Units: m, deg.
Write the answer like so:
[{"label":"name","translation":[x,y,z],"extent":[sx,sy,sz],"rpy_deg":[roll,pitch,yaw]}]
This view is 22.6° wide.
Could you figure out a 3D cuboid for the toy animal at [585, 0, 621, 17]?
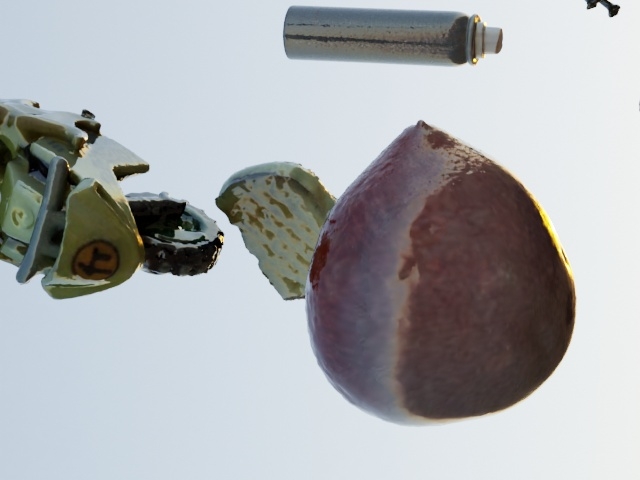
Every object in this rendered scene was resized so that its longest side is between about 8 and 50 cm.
[{"label":"toy animal","translation":[0.260,-0.262,1.566],"extent":[0.047,0.065,0.136],"rpy_deg":[-48,-21,19]}]

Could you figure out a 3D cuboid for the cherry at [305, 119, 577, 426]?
[{"label":"cherry","translation":[0.102,0.037,1.352],"extent":[0.206,0.239,0.239],"rpy_deg":[-93,-7,-47]}]

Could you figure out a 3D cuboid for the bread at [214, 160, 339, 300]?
[{"label":"bread","translation":[0.000,0.000,1.694],"extent":[0.064,0.232,0.172],"rpy_deg":[-64,-6,-47]}]

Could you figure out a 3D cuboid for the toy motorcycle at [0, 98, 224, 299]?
[{"label":"toy motorcycle","translation":[-0.307,-0.052,1.644],"extent":[0.168,0.410,0.237],"rpy_deg":[-70,-13,16]}]

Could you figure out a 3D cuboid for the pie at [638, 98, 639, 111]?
[{"label":"pie","translation":[0.354,-0.104,1.418],"extent":[0.046,0.195,0.195],"rpy_deg":[-14,-61,-26]}]

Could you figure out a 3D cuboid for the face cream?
[{"label":"face cream","translation":[0.093,-0.265,2.074],"extent":[0.073,0.284,0.073],"rpy_deg":[4,-90,-75]}]
